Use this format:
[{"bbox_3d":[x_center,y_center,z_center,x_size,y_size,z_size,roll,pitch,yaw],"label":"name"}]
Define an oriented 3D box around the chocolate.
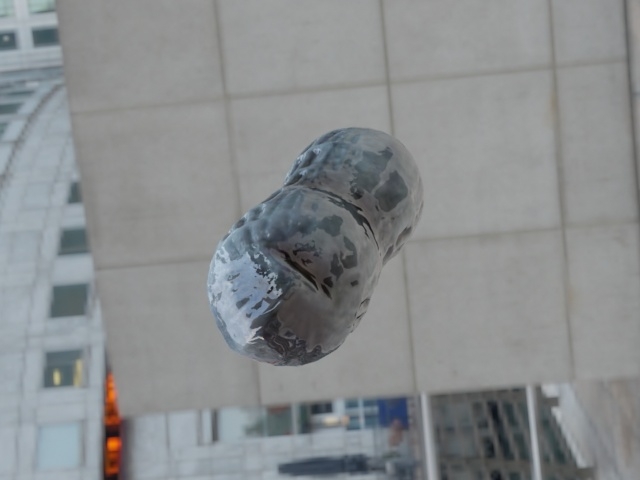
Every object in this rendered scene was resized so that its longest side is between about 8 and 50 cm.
[{"bbox_3d":[0.000,0.000,0.555,0.167,0.072,0.072,-55,-35,-52],"label":"chocolate"}]
